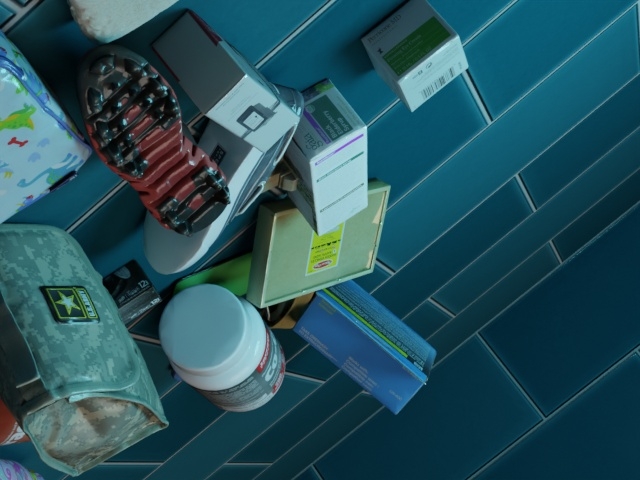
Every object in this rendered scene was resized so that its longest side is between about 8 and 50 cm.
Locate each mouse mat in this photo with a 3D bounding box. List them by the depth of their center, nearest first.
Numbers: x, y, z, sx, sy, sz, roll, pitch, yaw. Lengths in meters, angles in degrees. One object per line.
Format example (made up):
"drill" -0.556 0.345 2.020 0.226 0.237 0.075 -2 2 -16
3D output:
"mouse mat" -0.170 0.075 1.617 0.189 0.007 0.153 -22 154 -32

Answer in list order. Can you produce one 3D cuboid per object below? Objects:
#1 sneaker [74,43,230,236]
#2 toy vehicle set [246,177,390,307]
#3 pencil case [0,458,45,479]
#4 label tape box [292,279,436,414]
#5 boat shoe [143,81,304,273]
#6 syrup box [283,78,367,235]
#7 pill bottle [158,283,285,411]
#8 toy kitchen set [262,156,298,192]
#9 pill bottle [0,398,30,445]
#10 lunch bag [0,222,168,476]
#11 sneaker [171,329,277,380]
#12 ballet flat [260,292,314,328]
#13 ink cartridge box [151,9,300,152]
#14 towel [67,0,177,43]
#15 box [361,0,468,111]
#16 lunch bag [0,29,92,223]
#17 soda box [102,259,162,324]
"sneaker" -0.191 -0.116 1.037 0.097 0.135 0.276 -39 148 -7
"toy vehicle set" 0.000 0.000 1.596 0.266 0.035 0.166 -15 125 -44
"pencil case" -0.536 0.400 1.571 0.124 0.124 0.284 -36 158 -3
"label tape box" 0.078 0.187 1.775 0.106 0.240 0.333 -52 174 9
"boat shoe" -0.121 -0.076 1.262 0.102 0.108 0.301 -4 135 -52
"syrup box" 0.004 -0.110 1.387 0.096 0.093 0.237 -32 158 -12
"pill bottle" -0.157 0.176 1.613 0.161 0.161 0.283 -35 160 -5
"toy kitchen set" -0.081 -0.083 1.344 0.075 0.068 0.083 -27 156 -23
"pill bottle" -0.446 0.214 1.315 0.121 0.121 0.216 -45 157 19
"lunch bag" -0.315 0.123 1.175 0.168 0.235 0.287 -29 158 -6
"sneaker" -0.168 0.215 1.807 0.209 0.082 0.069 -23 157 -28
"ballet flat" -0.057 0.092 1.738 0.073 0.080 0.232 -9 147 -22
"ink cartridge box" -0.100 -0.169 1.082 0.063 0.109 0.150 -43 158 8
"towel" -0.120 -0.302 0.870 0.282 0.049 0.187 -34 157 -5
"box" 0.125 -0.246 1.305 0.101 0.087 0.102 -38 158 3
"lunch bag" -0.327 -0.096 0.916 0.176 0.090 0.219 -33 157 -4
"soda box" -0.310 0.101 1.386 0.169 0.053 0.060 -34 158 -10
